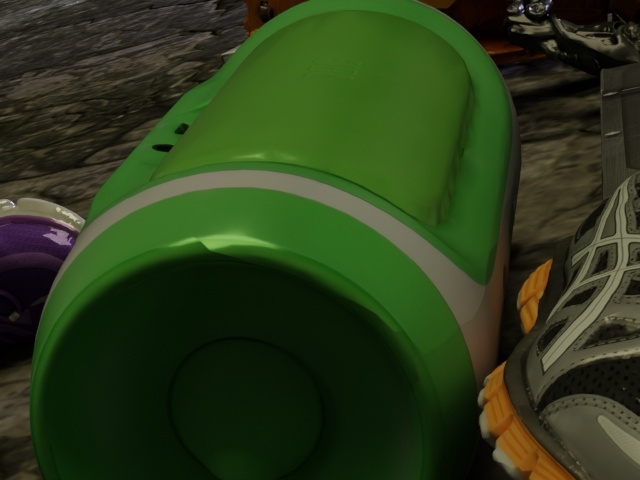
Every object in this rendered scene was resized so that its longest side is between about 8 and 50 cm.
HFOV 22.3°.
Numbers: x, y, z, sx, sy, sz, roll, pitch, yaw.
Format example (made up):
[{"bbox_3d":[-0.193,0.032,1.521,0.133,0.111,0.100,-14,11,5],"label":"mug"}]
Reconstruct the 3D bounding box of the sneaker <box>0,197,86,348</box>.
[{"bbox_3d":[-0.164,0.037,0.709,0.170,0.068,0.071,-19,30,20],"label":"sneaker"}]

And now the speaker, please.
[{"bbox_3d":[0.000,0.000,0.542,0.131,0.131,0.296,-12,18,13],"label":"speaker"}]

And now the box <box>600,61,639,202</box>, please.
[{"bbox_3d":[0.218,-0.040,0.588,0.231,0.056,0.183,-12,16,13],"label":"box"}]

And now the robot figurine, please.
[{"bbox_3d":[0.114,-0.152,0.903,0.291,0.085,0.211,3,27,17],"label":"robot figurine"}]

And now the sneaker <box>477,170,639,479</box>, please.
[{"bbox_3d":[0.095,0.025,0.406,0.083,0.084,0.215,-50,9,17],"label":"sneaker"}]

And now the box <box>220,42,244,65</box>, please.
[{"bbox_3d":[0.050,-0.135,1.064,0.186,0.038,0.145,-1,23,41],"label":"box"}]
